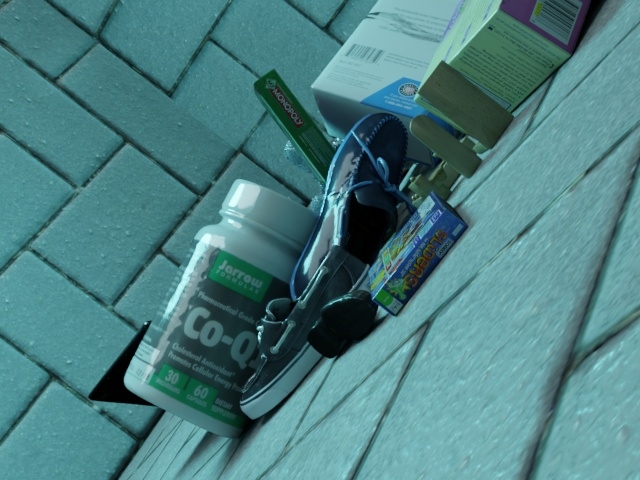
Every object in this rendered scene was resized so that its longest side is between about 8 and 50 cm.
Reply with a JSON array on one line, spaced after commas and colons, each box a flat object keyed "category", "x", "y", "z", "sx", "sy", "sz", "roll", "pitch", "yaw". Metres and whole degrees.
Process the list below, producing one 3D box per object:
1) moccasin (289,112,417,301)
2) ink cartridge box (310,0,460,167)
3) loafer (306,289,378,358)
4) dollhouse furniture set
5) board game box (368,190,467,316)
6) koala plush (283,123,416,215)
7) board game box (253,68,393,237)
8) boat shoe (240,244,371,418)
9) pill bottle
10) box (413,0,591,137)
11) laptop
[{"category": "moccasin", "x": 0.074, "y": -0.035, "z": 1.865, "sx": 0.117, "sy": 0.138, "sz": 0.342, "roll": -4, "pitch": 62, "yaw": 49}, {"category": "ink cartridge box", "x": 0.166, "y": -0.298, "z": 2.137, "sx": 0.307, "sy": 0.223, "sz": 0.129, "roll": -54, "pitch": -35, "yaw": -25}, {"category": "loafer", "x": 0.034, "y": 0.091, "z": 1.560, "sx": 0.061, "sy": 0.062, "sz": 0.170, "roll": -49, "pitch": 3, "yaw": -29}, {"category": "dollhouse furniture set", "x": 0.155, "y": -0.138, "z": 1.723, "sx": 0.144, "sy": 0.123, "sz": 0.151, "roll": -53, "pitch": 4, "yaw": -11}, {"category": "board game box", "x": 0.114, "y": 0.012, "z": 1.519, "sx": 0.136, "sy": 0.035, "sz": 0.201, "roll": -52, "pitch": 4, "yaw": 8}, {"category": "koala plush", "x": 0.090, "y": -0.158, "z": 2.264, "sx": 0.203, "sy": 0.196, "sz": 0.221, "roll": 2, "pitch": 38, "yaw": 39}, {"category": "board game box", "x": 0.000, "y": -0.134, "z": 2.050, "sx": 0.046, "sy": 0.317, "sz": 0.213, "roll": -37, "pitch": 4, "yaw": 0}, {"category": "boat shoe", "x": -0.039, "y": 0.126, "z": 1.746, "sx": 0.301, "sy": 0.102, "sz": 0.108, "roll": -50, "pitch": 5, "yaw": 30}, {"category": "pill bottle", "x": -0.135, "y": 0.102, "z": 1.923, "sx": 0.361, "sy": 0.204, "sz": 0.204, "roll": -64, "pitch": 5, "yaw": -6}, {"category": "box", "x": 0.262, "y": -0.295, "z": 1.737, "sx": 0.243, "sy": 0.117, "sz": 0.213, "roll": -45, "pitch": 17, "yaw": 56}, {"category": "laptop", "x": -0.177, "y": 0.145, "z": 2.297, "sx": 0.382, "sy": 0.408, "sz": 0.236, "roll": 133, "pitch": 140, "yaw": -54}]
